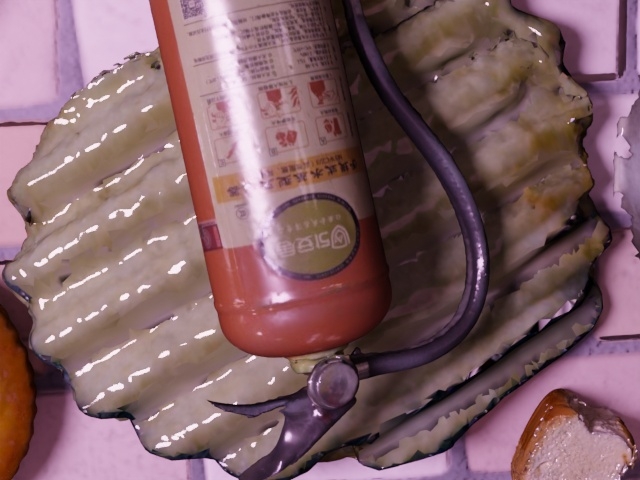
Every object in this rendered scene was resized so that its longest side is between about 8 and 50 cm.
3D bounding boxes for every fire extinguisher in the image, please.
[{"bbox_3d":[0.003,-0.049,0.757,0.200,0.113,0.376,-10,95,-1],"label":"fire extinguisher"}]

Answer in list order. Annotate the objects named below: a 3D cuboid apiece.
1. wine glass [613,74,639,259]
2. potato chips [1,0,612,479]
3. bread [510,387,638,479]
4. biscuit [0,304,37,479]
[{"bbox_3d":[0.373,-0.052,0.787,0.323,0.238,0.238,6,102,-4],"label":"wine glass"},{"bbox_3d":[0.000,0.000,0.853,0.429,0.070,0.358,-29,99,0],"label":"potato chips"},{"bbox_3d":[0.183,0.158,0.897,0.076,0.070,0.083,23,99,-9],"label":"bread"},{"bbox_3d":[-0.310,0.109,0.856,0.220,0.066,0.220,-2,106,-6],"label":"biscuit"}]
